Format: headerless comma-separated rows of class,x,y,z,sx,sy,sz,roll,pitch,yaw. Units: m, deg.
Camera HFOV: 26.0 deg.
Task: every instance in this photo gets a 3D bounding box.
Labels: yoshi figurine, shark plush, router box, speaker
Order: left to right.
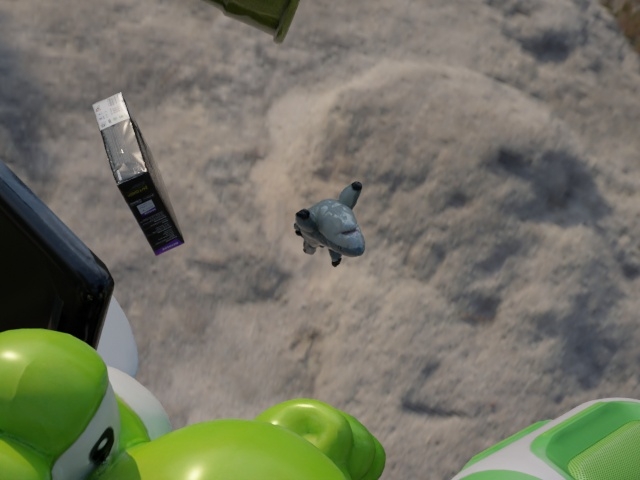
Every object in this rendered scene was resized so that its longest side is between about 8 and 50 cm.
router box,-0.234,-0.086,1.778,0.046,0.133,0.179,-24,43,-1
yoshi figurine,-0.064,0.151,0.568,0.203,0.362,0.203,-12,67,-5
shark plush,0.000,0.000,1.404,0.073,0.161,0.067,-28,88,-30
speaker,0.163,0.178,0.882,0.131,0.131,0.296,45,22,18

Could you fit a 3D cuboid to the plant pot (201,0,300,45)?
plant pot,-0.149,-0.439,1.467,0.353,0.366,0.366,19,55,-6

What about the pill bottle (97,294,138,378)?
pill bottle,-0.320,0.142,1.251,0.302,0.169,0.169,-30,60,15

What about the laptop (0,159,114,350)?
laptop,-0.224,0.004,0.959,0.236,0.382,0.408,-24,56,-42
